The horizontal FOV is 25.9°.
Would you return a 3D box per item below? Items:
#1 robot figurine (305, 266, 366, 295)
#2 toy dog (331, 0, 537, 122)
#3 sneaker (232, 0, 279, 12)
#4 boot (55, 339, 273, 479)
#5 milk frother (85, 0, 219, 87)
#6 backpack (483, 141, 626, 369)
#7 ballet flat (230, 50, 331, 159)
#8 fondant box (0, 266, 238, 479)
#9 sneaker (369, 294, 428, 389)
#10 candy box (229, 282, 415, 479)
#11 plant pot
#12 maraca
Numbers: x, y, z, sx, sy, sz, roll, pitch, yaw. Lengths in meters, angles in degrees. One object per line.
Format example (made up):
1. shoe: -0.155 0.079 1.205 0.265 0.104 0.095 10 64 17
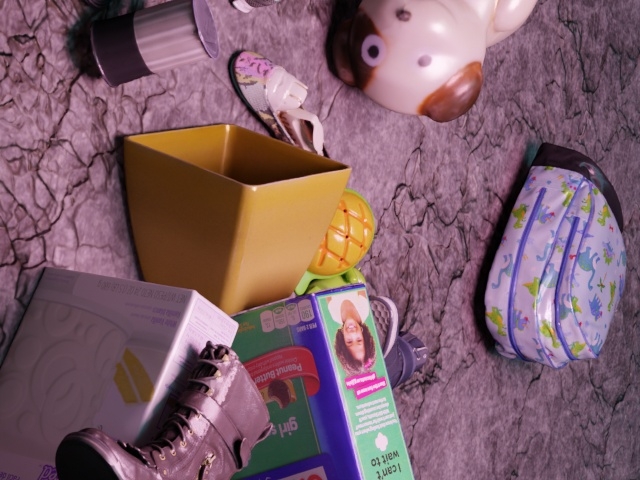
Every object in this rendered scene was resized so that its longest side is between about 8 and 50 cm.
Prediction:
1. robot figurine: 0.023 0.077 2.074 0.115 0.067 0.101 -31 147 -48
2. toy dog: 0.179 -0.365 2.092 0.408 0.285 0.395 -55 172 -35
3. sneaker: -0.071 -0.388 1.860 0.065 0.076 0.166 1 95 -55
4. boot: -0.153 0.200 1.448 0.263 0.091 0.229 59 45 -43
5. milk frother: -0.206 -0.273 1.643 0.129 0.135 0.143 -91 162 -48
6. backpack: 0.423 0.057 2.500 0.355 0.273 0.290 -50 141 -20
7. ballet flat: -0.043 -0.179 1.932 0.077 0.079 0.221 -59 138 -28
8. fondant box: -0.262 0.205 1.557 0.096 0.238 0.330 42 62 -49
9. sneaker: 0.105 0.151 2.141 0.163 0.086 0.226 -28 145 -43
10. candy box: -0.034 0.239 1.762 0.122 0.268 0.317 -11 84 -51
11. plant pot: -0.117 -0.023 1.765 0.212 0.212 0.187 -13 119 -53
12. maraca: 0.000 0.000 2.010 0.186 0.099 0.127 -34 108 -21
